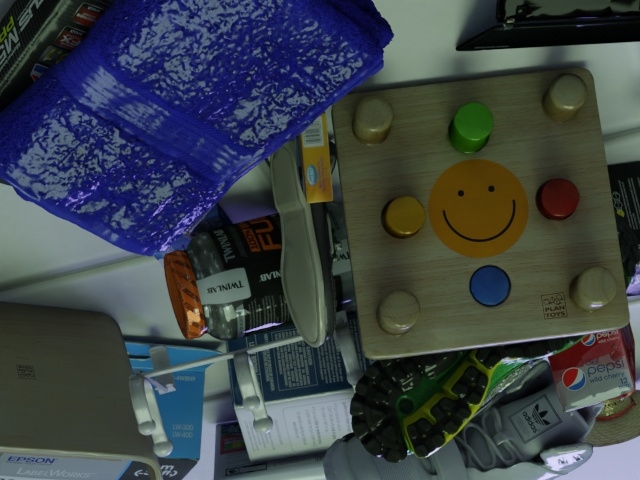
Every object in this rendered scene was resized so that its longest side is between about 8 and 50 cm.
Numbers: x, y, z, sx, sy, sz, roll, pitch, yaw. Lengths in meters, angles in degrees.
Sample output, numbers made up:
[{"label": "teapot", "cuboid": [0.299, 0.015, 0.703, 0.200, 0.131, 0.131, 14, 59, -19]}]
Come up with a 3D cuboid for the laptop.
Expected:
[{"label": "laptop", "cuboid": [0.252, -0.252, 1.568, 0.234, 0.136, 0.264, -4, 126, -9]}]

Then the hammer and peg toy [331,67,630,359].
[{"label": "hammer and peg toy", "cuboid": [0.202, -0.027, 1.709, 0.361, 0.266, 0.127, -6, 171, -3]}]

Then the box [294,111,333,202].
[{"label": "box", "cuboid": [-0.010, -0.087, 1.677, 0.028, 0.081, 0.136, -6, -167, -5]}]

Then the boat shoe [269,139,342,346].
[{"label": "boat shoe", "cuboid": [0.000, 0.000, 1.787, 0.065, 0.206, 0.075, -11, -174, -30]}]

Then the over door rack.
[{"label": "over door rack", "cuboid": [-0.071, 0.149, 1.963, 0.239, 0.108, 0.324, -13, -178, 0]}]

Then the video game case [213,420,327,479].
[{"label": "video game case", "cuboid": [-0.034, 0.261, 2.297, 0.201, 0.183, 0.023, -9, 107, 1]}]

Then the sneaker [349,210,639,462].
[{"label": "sneaker", "cuboid": [0.170, 0.084, 1.836, 0.343, 0.134, 0.146, -38, 175, 2]}]

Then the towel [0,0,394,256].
[{"label": "towel", "cuboid": [-0.108, -0.116, 1.514, 0.308, 0.076, 0.227, -41, 139, 22]}]

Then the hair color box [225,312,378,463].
[{"label": "hair color box", "cuboid": [0.070, 0.165, 2.187, 0.347, 0.105, 0.174, -8, 150, 0]}]

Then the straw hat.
[{"label": "straw hat", "cuboid": [0.375, 0.207, 2.386, 0.144, 0.144, 0.061, -14, 110, 11]}]

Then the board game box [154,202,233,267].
[{"label": "board game box", "cuboid": [-0.135, -0.003, 1.913, 0.090, 0.020, 0.090, -15, 151, 11]}]

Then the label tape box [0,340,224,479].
[{"label": "label tape box", "cuboid": [-0.287, 0.241, 2.226, 0.249, 0.115, 0.348, 6, 150, -25]}]

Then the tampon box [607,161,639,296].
[{"label": "tampon box", "cuboid": [0.294, -0.005, 1.939, 0.161, 0.101, 0.120, -8, 151, -1]}]

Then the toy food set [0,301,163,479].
[{"label": "toy food set", "cuboid": [-0.329, 0.173, 1.957, 0.306, 0.220, 0.092, 7, 129, -27]}]

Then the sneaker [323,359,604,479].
[{"label": "sneaker", "cuboid": [0.169, 0.228, 2.047, 0.210, 0.137, 0.366, -39, 155, 28]}]

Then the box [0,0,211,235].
[{"label": "box", "cuboid": [-0.168, -0.122, 1.588, 0.270, 0.060, 0.216, 17, 127, -39]}]

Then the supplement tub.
[{"label": "supplement tub", "cuboid": [-0.058, 0.034, 1.870, 0.190, 0.117, 0.117, -15, 154, -14]}]

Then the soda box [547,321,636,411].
[{"label": "soda box", "cuboid": [0.300, 0.107, 2.027, 0.083, 0.092, 0.263, -15, -173, 11]}]
